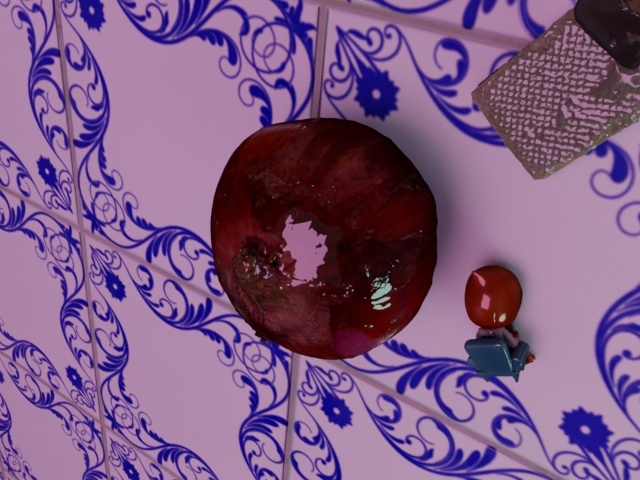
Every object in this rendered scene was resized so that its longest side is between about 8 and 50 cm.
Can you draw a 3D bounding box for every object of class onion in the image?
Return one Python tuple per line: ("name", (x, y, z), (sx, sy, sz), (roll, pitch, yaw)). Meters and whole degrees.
("onion", (0.000, 0.000, 0.765), (0.276, 0.276, 0.276), (18, 122, 31))

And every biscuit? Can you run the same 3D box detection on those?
("biscuit", (0.246, -0.150, 0.637), (0.121, 0.040, 0.199), (53, 132, 1))

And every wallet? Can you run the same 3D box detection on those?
("wallet", (0.273, -0.209, 0.531), (0.082, 0.018, 0.156), (44, 139, -1))

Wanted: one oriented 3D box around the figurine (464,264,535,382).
("figurine", (0.196, 0.090, 0.776), (0.068, 0.075, 0.140), (-3, 112, 40))
